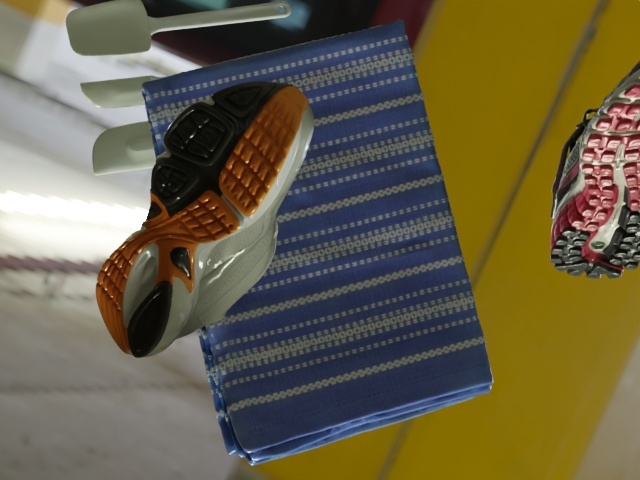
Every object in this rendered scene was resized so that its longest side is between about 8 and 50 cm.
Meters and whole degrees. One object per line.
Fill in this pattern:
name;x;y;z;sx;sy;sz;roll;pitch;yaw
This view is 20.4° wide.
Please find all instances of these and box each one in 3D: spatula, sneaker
spatula;-0.125;-0.164;1.776;0.242;0.168;0.019;-11;175;-22
sneaker;-0.070;-0.024;1.351;0.121;0.262;0.099;-15;-120;-49
sneaker;0.276;-0.087;1.641;0.121;0.299;0.112;9;-125;-11

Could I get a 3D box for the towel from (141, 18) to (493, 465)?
towel;0.000;0.000;1.507;0.243;0.336;0.040;-14;-179;-13
